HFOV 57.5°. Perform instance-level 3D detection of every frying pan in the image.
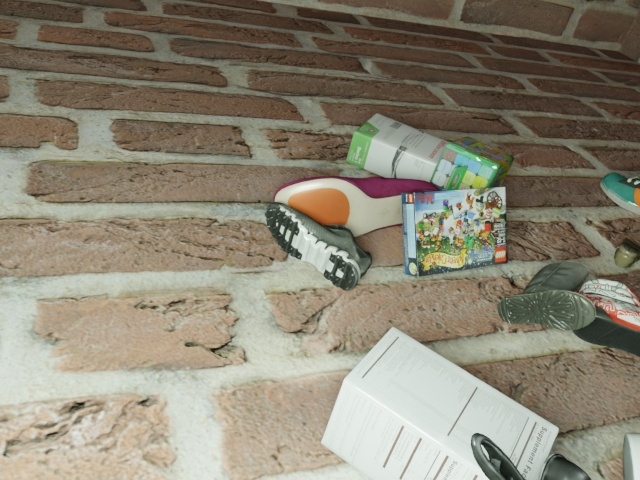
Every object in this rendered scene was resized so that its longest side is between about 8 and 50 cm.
[{"bbox_3d":[0.254,0.280,0.623,0.053,0.326,0.197,-9,20,35],"label":"frying pan"}]

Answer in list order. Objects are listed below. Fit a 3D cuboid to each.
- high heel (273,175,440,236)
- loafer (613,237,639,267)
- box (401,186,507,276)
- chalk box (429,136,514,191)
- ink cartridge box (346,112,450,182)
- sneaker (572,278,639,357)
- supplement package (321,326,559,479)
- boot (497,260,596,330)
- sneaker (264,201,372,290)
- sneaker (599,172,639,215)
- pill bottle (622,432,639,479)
[{"bbox_3d":[0.081,-0.083,1.230,0.377,0.127,0.181,9,20,-14],"label":"high heel"},{"bbox_3d":[0.703,0.031,1.341,0.056,0.050,0.148,43,28,29],"label":"loafer"},{"bbox_3d":[0.268,-0.021,1.153,0.233,0.159,0.044,-6,5,-28],"label":"box"},{"bbox_3d":[0.340,-0.147,1.344,0.132,0.132,0.213,30,27,19],"label":"chalk box"},{"bbox_3d":[0.199,-0.219,1.454,0.219,0.093,0.160,26,36,14],"label":"ink cartridge box"},{"bbox_3d":[0.609,0.161,1.085,0.270,0.090,0.145,22,38,15],"label":"sneaker"},{"bbox_3d":[0.147,0.250,0.745,0.244,0.134,0.139,31,37,21],"label":"supplement package"},{"bbox_3d":[0.452,0.096,1.086,0.208,0.076,0.189,-15,11,-40],"label":"boot"},{"bbox_3d":[0.000,0.000,1.094,0.234,0.078,0.106,37,37,22],"label":"sneaker"},{"bbox_3d":[0.903,-0.117,1.557,0.108,0.121,0.302,-16,45,-37],"label":"sneaker"},{"bbox_3d":[0.532,0.315,0.713,0.278,0.162,0.162,-2,30,21],"label":"pill bottle"}]
